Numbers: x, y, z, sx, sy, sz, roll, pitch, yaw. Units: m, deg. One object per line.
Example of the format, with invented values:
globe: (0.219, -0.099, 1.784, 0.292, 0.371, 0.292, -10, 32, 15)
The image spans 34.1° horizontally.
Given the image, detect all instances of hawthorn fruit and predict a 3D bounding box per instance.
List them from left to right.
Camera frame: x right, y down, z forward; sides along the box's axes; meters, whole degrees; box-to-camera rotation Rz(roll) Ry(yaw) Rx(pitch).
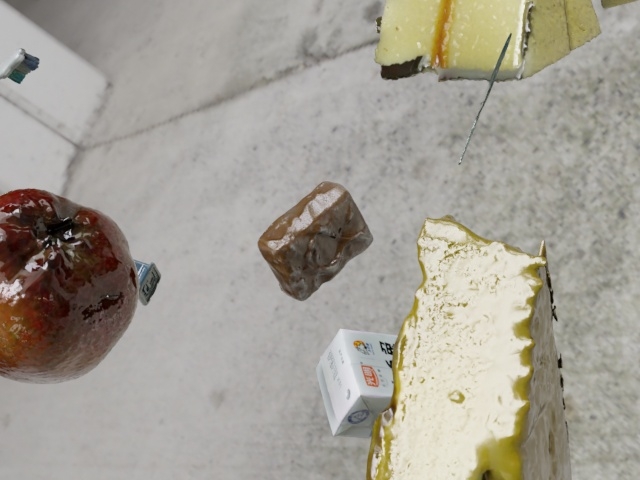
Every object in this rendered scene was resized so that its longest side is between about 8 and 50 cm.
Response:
hawthorn fruit: (-0.432, 0.091, 1.583, 0.369, 0.284, 0.285, 129, 158, -54)

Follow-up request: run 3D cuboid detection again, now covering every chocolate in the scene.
chocolate: (0.000, 0.000, 1.914, 0.214, 0.148, 0.093, -40, 34, -20)

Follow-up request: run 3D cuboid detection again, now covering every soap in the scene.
soap: (0.132, 0.174, 1.048, 0.169, 0.339, 0.304, -1, 19, 29)

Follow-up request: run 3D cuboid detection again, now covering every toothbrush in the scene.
toothbrush: (-0.593, -0.191, 1.706, 0.418, 0.040, 0.042, -31, 47, 32)

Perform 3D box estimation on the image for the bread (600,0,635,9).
bread: (0.463, -0.500, 1.623, 0.142, 0.266, 0.178, -37, 31, -13)

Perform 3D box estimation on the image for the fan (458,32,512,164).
fan: (0.205, -0.177, 1.308, 0.113, 0.005, 0.175, -9, -60, -86)

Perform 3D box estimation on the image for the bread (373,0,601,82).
bread: (0.209, -0.435, 1.562, 0.242, 0.405, 0.345, -22, 10, -33)

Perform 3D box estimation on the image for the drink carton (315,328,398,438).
drink carton: (0.159, 0.222, 1.549, 0.107, 0.314, 0.131, -62, 30, 34)

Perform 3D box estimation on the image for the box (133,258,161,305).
box: (-0.363, 0.080, 2.090, 0.099, 0.054, 0.074, 85, -154, -70)
